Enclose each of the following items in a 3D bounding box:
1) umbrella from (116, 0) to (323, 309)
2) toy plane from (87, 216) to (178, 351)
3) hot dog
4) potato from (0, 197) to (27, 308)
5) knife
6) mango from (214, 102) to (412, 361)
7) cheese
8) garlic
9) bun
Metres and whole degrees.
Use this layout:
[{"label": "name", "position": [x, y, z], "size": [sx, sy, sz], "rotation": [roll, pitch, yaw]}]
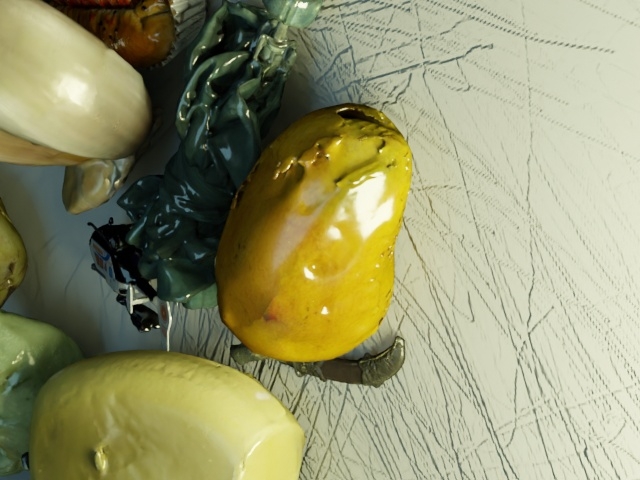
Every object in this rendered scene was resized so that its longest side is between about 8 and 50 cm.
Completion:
[{"label": "umbrella", "position": [-0.087, -0.091, 1.601], "size": [0.143, 0.094, 0.349], "rotation": [49, 134, 21]}, {"label": "toy plane", "position": [-0.178, 0.032, 1.769], "size": [0.197, 0.053, 0.078], "rotation": [40, 134, 54]}, {"label": "hot dog", "position": [-0.202, -0.229, 1.701], "size": [0.268, 0.075, 0.144], "rotation": [17, 117, 45]}, {"label": "potato", "position": [-0.397, -0.006, 1.984], "size": [0.154, 0.137, 0.200], "rotation": [-51, 60, 14]}, {"label": "knife", "position": [-0.002, 0.106, 1.628], "size": [0.222, 0.021, 0.045], "rotation": [-4, 101, 47]}, {"label": "mango", "position": [0.000, 0.000, 1.505], "size": [0.156, 0.151, 0.248], "rotation": [31, 126, 0]}, {"label": "cheese", "position": [-0.162, 0.219, 1.743], "size": [0.316, 0.128, 0.259], "rotation": [21, 97, 40]}, {"label": "garlic", "position": [-0.279, -0.138, 1.660], "size": [0.279, 0.325, 0.132], "rotation": [-5, 61, 50]}, {"label": "bun", "position": [-0.340, 0.165, 1.920], "size": [0.212, 0.126, 0.204], "rotation": [9, 133, 10]}]
